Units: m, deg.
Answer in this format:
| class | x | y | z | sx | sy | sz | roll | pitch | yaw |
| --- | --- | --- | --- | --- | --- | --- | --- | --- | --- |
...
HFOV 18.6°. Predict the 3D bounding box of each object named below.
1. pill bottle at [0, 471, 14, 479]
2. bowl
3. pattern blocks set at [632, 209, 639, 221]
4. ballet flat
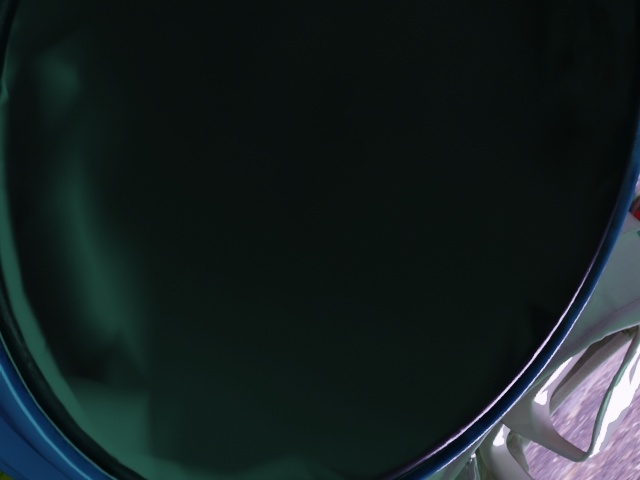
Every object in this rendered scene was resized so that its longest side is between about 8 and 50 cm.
| class | x | y | z | sx | sy | sz | roll | pitch | yaw |
| --- | --- | --- | --- | --- | --- | --- | --- | --- | --- |
| pill bottle | -0.146 | 0.127 | 0.996 | 0.334 | 0.188 | 0.188 | -48 | 157 | 10 |
| bowl | -0.007 | -0.058 | 0.808 | 0.391 | 0.077 | 0.391 | -14 | 114 | -35 |
| pattern blocks set | 0.165 | 0.090 | 1.659 | 0.325 | 0.026 | 0.285 | -22 | 148 | -42 |
| ballet flat | 0.148 | 0.150 | 1.535 | 0.139 | 0.139 | 0.400 | -11 | 141 | -53 |
